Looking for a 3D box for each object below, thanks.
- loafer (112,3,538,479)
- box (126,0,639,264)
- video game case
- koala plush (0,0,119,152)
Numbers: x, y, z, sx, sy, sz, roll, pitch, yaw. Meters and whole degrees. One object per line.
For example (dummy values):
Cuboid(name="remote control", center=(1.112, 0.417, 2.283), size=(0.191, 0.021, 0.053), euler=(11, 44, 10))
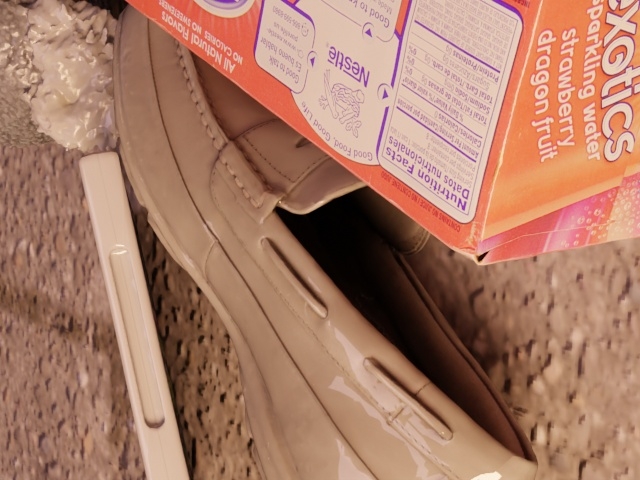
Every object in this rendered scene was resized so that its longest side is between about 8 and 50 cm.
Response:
Cuboid(name="loafer", center=(0.000, 0.000, 0.838), size=(0.111, 0.112, 0.319), euler=(-41, 60, 26))
Cuboid(name="box", center=(0.033, -0.130, 0.728), size=(0.300, 0.142, 0.154), euler=(38, 125, 43))
Cuboid(name="video game case", center=(-0.087, 0.056, 0.944), size=(0.190, 0.022, 0.173), euler=(116, 141, -81))
Cuboid(name="koala plush", center=(-0.176, -0.148, 1.007), size=(0.196, 0.203, 0.221), euler=(3, 119, 62))
